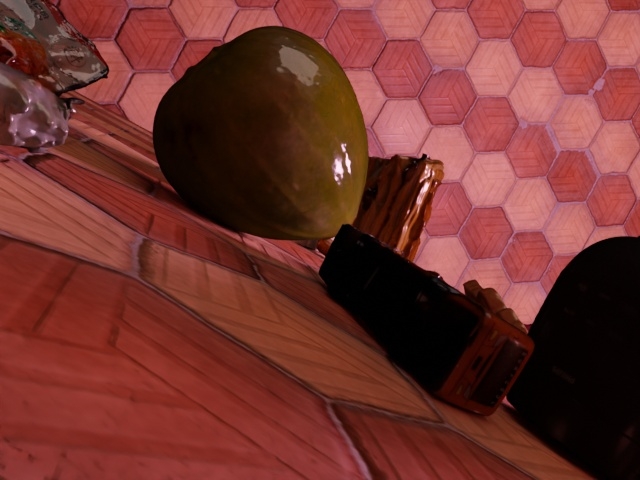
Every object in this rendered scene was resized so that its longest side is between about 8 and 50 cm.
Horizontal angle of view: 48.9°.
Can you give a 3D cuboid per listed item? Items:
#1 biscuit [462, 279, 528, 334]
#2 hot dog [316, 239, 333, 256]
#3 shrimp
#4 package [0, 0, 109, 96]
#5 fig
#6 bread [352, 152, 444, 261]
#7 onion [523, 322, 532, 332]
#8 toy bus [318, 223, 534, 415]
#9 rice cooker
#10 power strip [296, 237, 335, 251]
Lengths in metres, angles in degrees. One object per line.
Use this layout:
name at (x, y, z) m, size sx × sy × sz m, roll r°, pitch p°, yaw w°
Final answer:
biscuit at (0.259, 0.135, 1.021) m, size 0.144 × 0.040 × 0.236 m, roll 63°, pitch 2°, yaw -4°
hot dog at (0.056, 0.040, 1.369) m, size 0.144 × 0.038 × 0.062 m, roll 31°, pitch 0°, yaw 2°
shrimp at (-0.276, -0.106, 0.477) m, size 0.185 × 0.068 × 0.287 m, roll 26°, pitch 5°, yaw -15°
package at (-0.359, -0.233, 0.836) m, size 0.166 × 0.040 × 0.232 m, roll 49°, pitch 33°, yaw -12°
fig at (-0.068, -0.131, 0.998) m, size 0.316 × 0.316 × 0.316 m, roll 29°, pitch 3°, yaw -2°
bread at (0.162, -0.062, 1.663) m, size 0.191 × 0.314 × 0.370 m, roll 20°, pitch 6°, yaw 10°
onion at (0.413, 0.183, 1.299) m, size 0.150 × 0.140 × 0.150 m, roll 34°, pitch -13°, yaw 9°
toy bus at (0.088, 0.064, 0.765) m, size 0.092 × 0.093 × 0.409 m, roll 30°, pitch 4°, yaw -18°
rice cooker at (0.339, 0.130, 0.696) m, size 0.267 × 0.224 × 0.267 m, roll 30°, pitch 1°, yaw -1°
power strip at (0.000, 0.000, 1.422) m, size 0.030 × 0.048 × 0.191 m, roll 26°, pitch 0°, yaw 30°
